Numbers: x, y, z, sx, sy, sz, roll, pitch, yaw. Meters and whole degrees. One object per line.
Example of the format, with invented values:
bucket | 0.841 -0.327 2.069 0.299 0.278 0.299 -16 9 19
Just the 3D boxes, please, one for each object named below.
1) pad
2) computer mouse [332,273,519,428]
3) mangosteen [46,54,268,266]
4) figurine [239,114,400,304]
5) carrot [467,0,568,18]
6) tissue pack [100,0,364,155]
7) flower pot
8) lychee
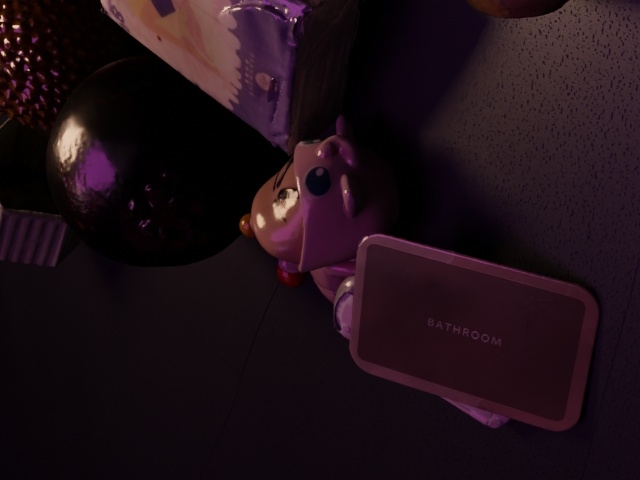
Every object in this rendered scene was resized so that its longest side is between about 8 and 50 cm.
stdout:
pad | 0.154 0.097 1.128 0.266 0.002 0.176 15 117 22
computer mouse | 0.125 0.119 1.205 0.245 0.056 0.126 31 145 15
mangosteen | -0.208 -0.119 1.433 0.296 0.314 0.297 12 139 11
figurine | 0.000 0.000 1.272 0.287 0.186 0.176 91 169 -54
carrot | 0.160 -0.339 0.888 0.138 0.138 0.302 21 126 49
tissue pack | -0.118 -0.287 1.250 0.343 0.125 0.242 40 150 20
flower pot | -0.516 -0.086 1.929 0.190 0.239 0.209 127 147 -52
lychee | -0.421 -0.292 1.673 0.267 0.267 0.268 30 129 45
